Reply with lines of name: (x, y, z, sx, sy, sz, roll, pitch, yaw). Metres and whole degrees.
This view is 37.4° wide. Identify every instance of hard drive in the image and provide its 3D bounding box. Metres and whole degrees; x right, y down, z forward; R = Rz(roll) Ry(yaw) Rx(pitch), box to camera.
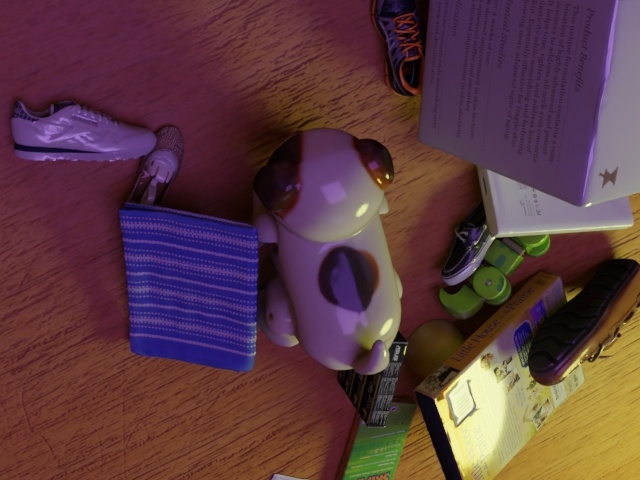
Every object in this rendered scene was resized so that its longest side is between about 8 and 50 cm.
hard drive: (0.460, -0.114, 1.869, 0.308, 0.040, 0.203, -3, 76, -20)

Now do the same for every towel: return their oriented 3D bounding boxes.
towel: (-0.230, 0.093, 1.657, 0.243, 0.040, 0.336, 10, 128, 7)

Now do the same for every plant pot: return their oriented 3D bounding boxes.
plant pot: (0.257, 0.246, 1.981, 0.134, 0.095, 0.134, -8, 116, -17)

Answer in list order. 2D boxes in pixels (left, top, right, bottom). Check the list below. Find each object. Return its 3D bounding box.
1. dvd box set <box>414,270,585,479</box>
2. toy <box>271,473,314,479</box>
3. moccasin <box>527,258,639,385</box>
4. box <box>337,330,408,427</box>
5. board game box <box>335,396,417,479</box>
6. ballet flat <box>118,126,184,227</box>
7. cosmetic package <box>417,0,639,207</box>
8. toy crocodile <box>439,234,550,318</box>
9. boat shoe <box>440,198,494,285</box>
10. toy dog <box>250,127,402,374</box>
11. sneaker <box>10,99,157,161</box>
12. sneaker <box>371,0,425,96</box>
dvd box set: (0.390, 0.304, 1.993, 0.420, 0.062, 0.307, -39, 123, -27)
toy: (-0.078, 0.627, 2.045, 0.137, 0.056, 0.237, 17, 106, -28)
moccasin: (0.566, 0.188, 1.992, 0.380, 0.139, 0.147, -41, 116, -39)
box: (0.099, 0.240, 1.866, 0.045, 0.184, 0.190, 4, 110, -24)
board game box: (0.115, 0.458, 2.056, 0.124, 0.039, 0.259, 8, 107, -23)
ballet flat: (-0.287, -0.096, 1.637, 0.073, 0.067, 0.206, 18, 104, -23)
cosmetic package: (0.419, -0.287, 1.595, 0.327, 0.394, 0.329, -13, 118, -34)
toy crocodile: (0.380, 0.027, 1.934, 0.340, 0.105, 0.115, -51, 159, 4)
boat shoe: (0.303, -0.012, 1.900, 0.070, 0.078, 0.219, 37, 88, -31)
toy dog: (0.000, 0.000, 1.618, 0.285, 0.395, 0.407, -9, 122, -4)
sneaker: (-0.385, -0.182, 1.556, 0.235, 0.090, 0.094, -2, 104, -22)
sneaker: (0.151, -0.355, 1.682, 0.084, 0.083, 0.214, -20, 117, -10)
